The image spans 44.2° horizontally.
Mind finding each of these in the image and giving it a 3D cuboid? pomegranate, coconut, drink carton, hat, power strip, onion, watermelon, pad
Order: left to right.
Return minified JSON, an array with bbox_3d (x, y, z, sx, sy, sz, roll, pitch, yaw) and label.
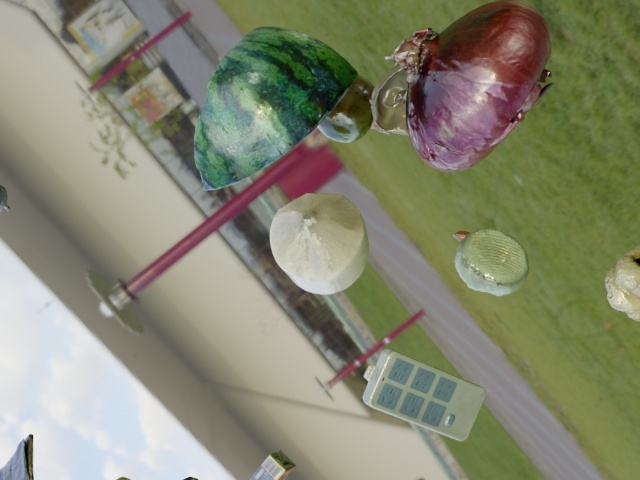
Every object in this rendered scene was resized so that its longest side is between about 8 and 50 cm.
[{"bbox_3d":[-0.606,0.503,1.539,0.022,0.233,0.174,14,-134,-36],"label":"pad"},{"bbox_3d":[-0.138,-0.296,1.643,0.319,0.292,0.222,-16,118,46],"label":"watermelon"},{"bbox_3d":[-0.132,0.535,1.708,0.056,0.166,0.071,42,-174,21],"label":"drink carton"},{"bbox_3d":[0.000,0.000,1.937,0.237,0.237,0.266,50,179,27],"label":"coconut"},{"bbox_3d":[0.087,-0.313,1.930,0.209,0.180,0.180,27,176,4],"label":"pomegranate"},{"bbox_3d":[0.183,-0.343,1.789,0.173,0.144,0.166,-85,0,-62],"label":"hat"},{"bbox_3d":[0.207,0.305,1.552,0.270,0.118,0.046,25,175,-23],"label":"power strip"},{"bbox_3d":[0.264,-0.307,1.486,0.285,0.347,0.347,28,-178,-9],"label":"onion"}]

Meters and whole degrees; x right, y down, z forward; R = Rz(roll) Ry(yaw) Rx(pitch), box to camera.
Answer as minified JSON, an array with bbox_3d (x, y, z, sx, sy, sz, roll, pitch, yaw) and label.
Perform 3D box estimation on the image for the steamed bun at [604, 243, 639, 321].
[{"bbox_3d":[0.677,0.095,1.686,0.155,0.172,0.141,-10,-125,-46],"label":"steamed bun"}]

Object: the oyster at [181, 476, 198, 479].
[{"bbox_3d":[-0.321,0.593,1.821,0.148,0.103,0.051,-137,41,-61],"label":"oyster"}]

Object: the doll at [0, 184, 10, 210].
[{"bbox_3d":[-0.763,-0.132,1.745,0.104,0.062,0.195,0,140,49],"label":"doll"}]

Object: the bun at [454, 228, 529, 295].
[{"bbox_3d":[0.443,0.065,2.071,0.195,0.195,0.118,51,148,18],"label":"bun"}]

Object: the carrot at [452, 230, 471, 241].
[{"bbox_3d":[0.460,-0.008,2.372,0.142,0.035,0.035,9,148,40],"label":"carrot"}]

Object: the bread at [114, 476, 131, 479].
[{"bbox_3d":[-0.297,0.493,1.136,0.196,0.238,0.252,38,135,33],"label":"bread"}]
